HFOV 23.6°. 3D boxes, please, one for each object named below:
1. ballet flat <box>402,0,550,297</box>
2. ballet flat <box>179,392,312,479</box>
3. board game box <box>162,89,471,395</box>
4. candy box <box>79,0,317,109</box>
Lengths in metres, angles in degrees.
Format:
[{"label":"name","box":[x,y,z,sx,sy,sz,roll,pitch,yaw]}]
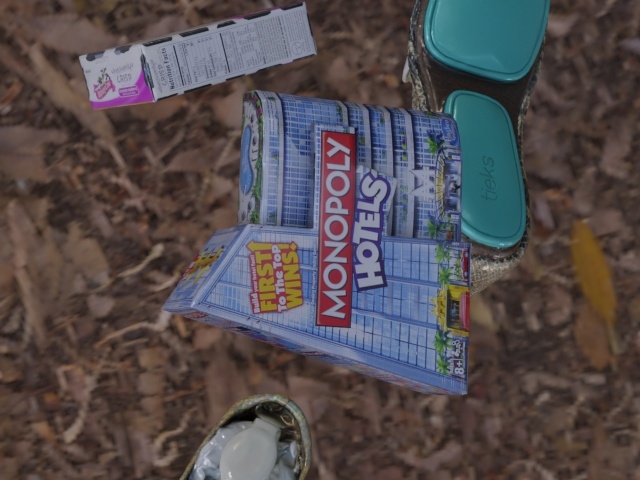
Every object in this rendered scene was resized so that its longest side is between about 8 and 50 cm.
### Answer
[{"label":"ballet flat","box":[0.152,-0.146,1.696,0.164,0.182,0.483,17,58,-16]},{"label":"ballet flat","box":[-0.099,0.260,1.261,0.123,0.123,0.348,44,47,-16]},{"label":"board game box","box":[0.000,0.000,0.990,0.194,0.060,0.194,4,83,-24]},{"label":"candy box","box":[-0.144,-0.218,1.814,0.233,0.159,0.071,-19,101,-32]}]
